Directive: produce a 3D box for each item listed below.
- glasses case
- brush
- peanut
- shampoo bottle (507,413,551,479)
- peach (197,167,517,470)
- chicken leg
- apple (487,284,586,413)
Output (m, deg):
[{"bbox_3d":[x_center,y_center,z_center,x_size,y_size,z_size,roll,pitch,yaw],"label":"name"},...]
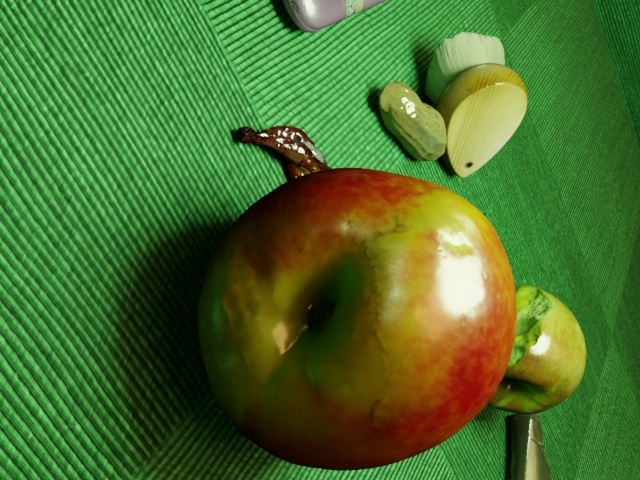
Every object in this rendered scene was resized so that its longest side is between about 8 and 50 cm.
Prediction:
[{"bbox_3d":[0.032,-0.441,1.132,0.316,0.076,0.123,-41,114,-47],"label":"glasses case"},{"bbox_3d":[0.296,-0.267,1.351,0.174,0.266,0.166,-5,49,-16],"label":"brush"},{"bbox_3d":[0.175,-0.222,1.244,0.194,0.093,0.083,45,11,-38],"label":"peanut"},{"bbox_3d":[0.439,0.541,1.394,0.126,0.084,0.350,19,66,-45],"label":"shampoo bottle"},{"bbox_3d":[0.053,0.088,0.814,0.388,0.388,0.388,15,70,-48],"label":"peach"},{"bbox_3d":[-0.039,-0.125,0.998,0.205,0.053,0.093,41,66,-33],"label":"chicken leg"},{"bbox_3d":[0.379,0.201,1.280,0.246,0.246,0.226,51,39,-30],"label":"apple"}]
